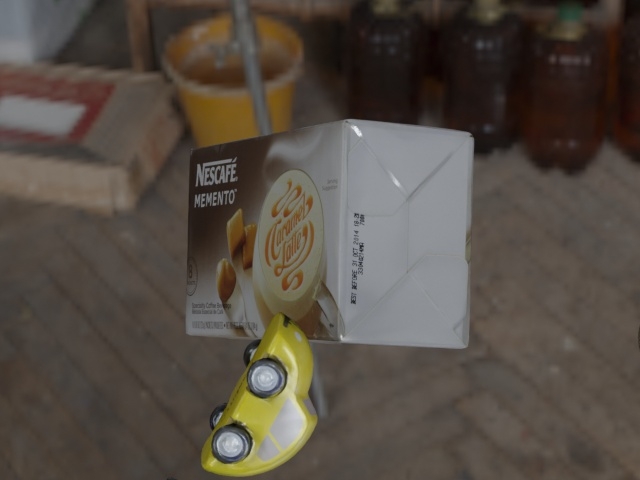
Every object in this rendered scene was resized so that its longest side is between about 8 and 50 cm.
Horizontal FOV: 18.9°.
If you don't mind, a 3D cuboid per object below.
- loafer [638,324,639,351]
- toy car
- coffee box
[{"bbox_3d":[0.277,0.097,1.297,0.050,0.056,0.148,-24,58,-41],"label":"loafer"},{"bbox_3d":[-0.070,0.181,1.085,0.053,0.239,0.225,27,38,-8],"label":"toy car"},{"bbox_3d":[0.000,0.000,1.299,0.098,0.141,0.246,4,-3,-26],"label":"coffee box"}]
